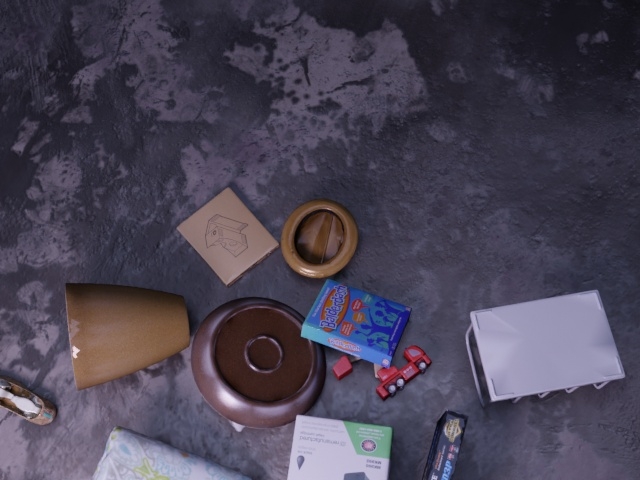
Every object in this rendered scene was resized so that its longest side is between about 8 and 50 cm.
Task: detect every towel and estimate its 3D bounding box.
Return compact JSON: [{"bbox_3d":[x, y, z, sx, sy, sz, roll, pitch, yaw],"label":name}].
[{"bbox_3d":[-0.341,0.607,1.666,0.321,0.090,0.374,27,70,-17],"label":"towel"}]

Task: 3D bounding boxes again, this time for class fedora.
[{"bbox_3d":[0.000,0.000,1.953,0.194,0.079,0.194,-1,75,4],"label":"fedora"}]

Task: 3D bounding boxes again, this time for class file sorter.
[{"bbox_3d":[0.473,0.245,1.788,0.278,0.173,0.192,-10,68,-2],"label":"file sorter"}]

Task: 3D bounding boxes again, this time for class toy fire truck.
[{"bbox_3d":[0.139,0.282,1.856,0.192,0.047,0.135,-35,70,-11],"label":"toy fire truck"}]

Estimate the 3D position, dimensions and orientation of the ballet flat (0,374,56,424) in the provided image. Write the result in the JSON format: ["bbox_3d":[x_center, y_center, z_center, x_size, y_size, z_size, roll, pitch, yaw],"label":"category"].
[{"bbox_3d":[-0.693,0.351,1.857,0.206,0.067,0.073,19,72,10],"label":"ballet flat"}]

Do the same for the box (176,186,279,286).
[{"bbox_3d":[-0.224,-0.009,1.998,0.164,0.021,0.201,-39,73,-11],"label":"box"}]

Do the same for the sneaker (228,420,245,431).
[{"bbox_3d":[-0.189,0.304,1.852,0.115,0.090,0.232,-24,78,-15],"label":"sneaker"}]

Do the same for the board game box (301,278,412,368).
[{"bbox_3d":[0.083,0.184,1.860,0.210,0.047,0.160,18,44,11],"label":"board game box"}]

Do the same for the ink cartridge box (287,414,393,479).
[{"bbox_3d":[0.036,0.529,1.727,0.211,0.121,0.289,6,70,5],"label":"ink cartridge box"}]

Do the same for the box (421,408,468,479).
[{"bbox_3d":[0.247,0.474,1.710,0.051,0.175,0.220,16,71,8],"label":"box"}]

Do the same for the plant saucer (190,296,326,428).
[{"bbox_3d":[-0.129,0.257,1.822,0.311,0.050,0.310,9,59,-15],"label":"plant saucer"}]

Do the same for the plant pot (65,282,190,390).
[{"bbox_3d":[-0.426,0.197,1.836,0.254,0.237,0.237,-7,68,-14],"label":"plant pot"}]
